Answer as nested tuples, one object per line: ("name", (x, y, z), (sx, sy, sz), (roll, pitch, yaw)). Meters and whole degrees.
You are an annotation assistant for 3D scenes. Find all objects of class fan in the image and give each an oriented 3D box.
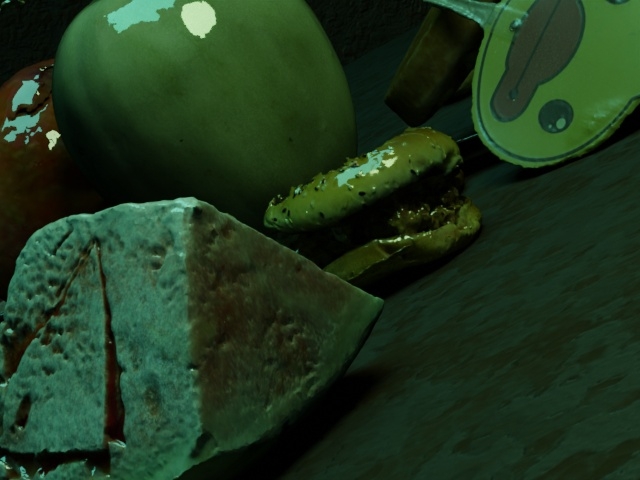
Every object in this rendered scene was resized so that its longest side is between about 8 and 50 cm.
("fan", (0.194, -0.182, 1.666), (0.335, 0.011, 0.230), (29, 92, 51))

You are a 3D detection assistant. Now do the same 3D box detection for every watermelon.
("watermelon", (-0.100, 0.061, 1.228), (0.213, 0.201, 0.261), (-11, 15, 42))

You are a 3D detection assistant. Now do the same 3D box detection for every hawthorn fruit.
("hawthorn fruit", (-0.253, -0.042, 1.880), (0.276, 0.276, 0.307), (-35, 13, -30))

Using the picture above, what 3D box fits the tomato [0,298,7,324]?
("tomato", (-0.369, 0.100, 2.075), (0.338, 0.144, 0.338), (-20, 21, 8))

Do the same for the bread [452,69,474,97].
("bread", (0.184, -0.236, 2.394), (0.125, 0.086, 0.156), (-36, 9, -29))

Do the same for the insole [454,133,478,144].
("insole", (0.149, -0.099, 1.823), (0.327, 0.007, 0.111), (-18, 1, 30))

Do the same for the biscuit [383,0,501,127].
("biscuit", (0.192, -0.301, 1.922), (0.394, 0.070, 0.350), (-59, 2, 37))

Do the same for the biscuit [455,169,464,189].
("biscuit", (0.000, 0.000, 1.789), (0.305, 0.038, 0.305), (-29, 9, 5))

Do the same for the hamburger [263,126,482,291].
("hamburger", (0.038, -0.022, 1.543), (0.177, 0.113, 0.185), (-33, 10, -13))

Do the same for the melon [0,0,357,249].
("melon", (-0.102, -0.120, 1.664), (0.271, 0.308, 0.272), (-13, 28, 7))
